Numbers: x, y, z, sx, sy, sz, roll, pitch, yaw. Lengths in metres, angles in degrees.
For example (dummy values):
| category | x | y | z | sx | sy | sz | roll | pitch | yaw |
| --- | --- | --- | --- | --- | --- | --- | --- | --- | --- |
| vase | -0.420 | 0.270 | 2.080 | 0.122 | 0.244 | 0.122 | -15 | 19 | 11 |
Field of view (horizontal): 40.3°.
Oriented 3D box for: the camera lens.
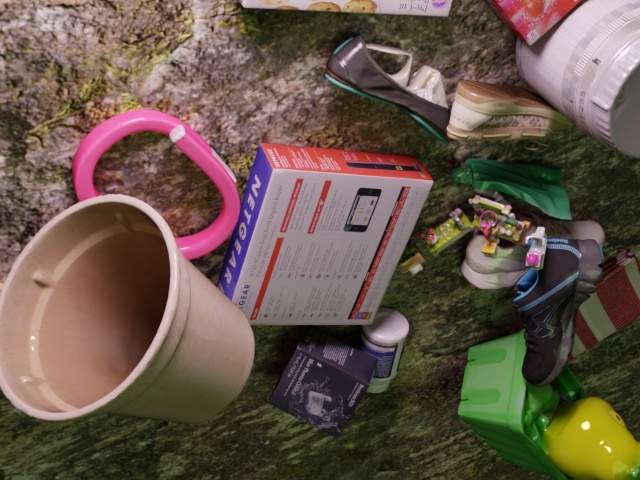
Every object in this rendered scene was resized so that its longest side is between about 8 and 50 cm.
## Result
| category | x | y | z | sx | sy | sz | roll | pitch | yaw |
| --- | --- | --- | --- | --- | --- | --- | --- | --- | --- |
| camera lens | 0.453 | -0.280 | 1.356 | 0.219 | 0.274 | 0.219 | -12 | 128 | -16 |

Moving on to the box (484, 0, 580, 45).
| category | x | y | z | sx | sy | sz | roll | pitch | yaw |
| --- | --- | --- | --- | --- | --- | --- | --- | --- | --- |
| box | 0.350 | -0.436 | 1.286 | 0.257 | 0.123 | 0.128 | -41 | 132 | 13 |

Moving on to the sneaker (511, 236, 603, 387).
| category | x | y | z | sx | sy | sz | roll | pitch | yaw |
| --- | --- | --- | --- | --- | --- | --- | --- | --- | --- |
| sneaker | 0.428 | 0.133 | 1.679 | 0.139 | 0.125 | 0.341 | 9 | 120 | 1 |

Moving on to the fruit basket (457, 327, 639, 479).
| category | x | y | z | sx | sy | sz | roll | pitch | yaw |
| --- | --- | --- | --- | --- | --- | --- | --- | --- | --- |
| fruit basket | 0.524 | 0.379 | 1.880 | 0.392 | 0.283 | 0.392 | 12 | 152 | 7 |

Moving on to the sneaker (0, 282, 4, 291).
| category | x | y | z | sx | sy | sz | roll | pitch | yaw |
| --- | --- | --- | --- | --- | --- | --- | --- | --- | --- |
| sneaker | -0.450 | 0.106 | 1.411 | 0.215 | 0.083 | 0.084 | -15 | 131 | -14 |

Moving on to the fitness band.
| category | x | y | z | sx | sy | sz | roll | pitch | yaw |
| --- | --- | --- | --- | --- | --- | --- | --- | --- | --- |
| fitness band | -0.252 | -0.077 | 1.366 | 0.209 | 0.054 | 0.291 | -36 | 132 | 8 |

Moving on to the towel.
| category | x | y | z | sx | sy | sz | roll | pitch | yaw |
| --- | --- | --- | --- | --- | --- | --- | --- | --- | --- |
| towel | 0.602 | 0.178 | 1.983 | 0.329 | 0.037 | 0.237 | -36 | 134 | 7 |

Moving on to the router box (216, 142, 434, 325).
| category | x | y | z | sx | sy | sz | roll | pitch | yaw |
| --- | --- | --- | --- | --- | --- | --- | --- | --- | --- |
| router box | 0.000 | 0.000 | 1.525 | 0.301 | 0.082 | 0.335 | 3 | 126 | -26 |

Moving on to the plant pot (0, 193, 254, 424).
| category | x | y | z | sx | sy | sz | roll | pitch | yaw |
| --- | --- | --- | --- | --- | --- | --- | --- | --- | --- |
| plant pot | -0.270 | 0.142 | 1.342 | 0.334 | 0.334 | 0.305 | -38 | 145 | 9 |

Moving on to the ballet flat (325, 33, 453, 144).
| category | x | y | z | sx | sy | sz | roll | pitch | yaw |
| --- | --- | --- | --- | --- | --- | --- | --- | --- | --- |
| ballet flat | 0.136 | -0.241 | 1.378 | 0.280 | 0.095 | 0.096 | 21 | 108 | -37 |

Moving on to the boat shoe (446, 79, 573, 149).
| category | x | y | z | sx | sy | sz | roll | pitch | yaw |
| --- | --- | --- | --- | --- | --- | --- | --- | --- | --- |
| boat shoe | 0.316 | -0.205 | 1.459 | 0.285 | 0.104 | 0.089 | 2 | 119 | -39 |

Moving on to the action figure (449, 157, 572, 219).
| category | x | y | z | sx | sy | sz | roll | pitch | yaw |
| --- | --- | --- | --- | --- | --- | --- | --- | --- | --- |
| action figure | 0.339 | -0.103 | 1.584 | 0.232 | 0.137 | 0.063 | 11 | 136 | -21 |

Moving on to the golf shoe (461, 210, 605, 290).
| category | x | y | z | sx | sy | sz | roll | pitch | yaw |
| --- | --- | --- | --- | --- | --- | --- | --- | --- | --- |
| golf shoe | 0.425 | 0.001 | 1.703 | 0.306 | 0.115 | 0.140 | -15 | 129 | -14 |

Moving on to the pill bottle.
| category | x | y | z | sx | sy | sz | roll | pitch | yaw |
| --- | --- | --- | --- | --- | --- | --- | --- | --- | --- |
| pill bottle | 0.119 | 0.226 | 1.763 | 0.094 | 0.094 | 0.169 | -7 | 130 | -19 |

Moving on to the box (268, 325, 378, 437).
| category | x | y | z | sx | sy | sz | roll | pitch | yaw |
| --- | --- | --- | --- | --- | --- | --- | --- | --- | --- |
| box | 0.005 | 0.275 | 1.707 | 0.158 | 0.093 | 0.156 | 26 | 119 | 0 |

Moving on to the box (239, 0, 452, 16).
| category | x | y | z | sx | sy | sz | roll | pitch | yaw |
| --- | --- | --- | --- | --- | --- | --- | --- | --- | --- |
| box | 0.039 | -0.367 | 1.244 | 0.324 | 0.063 | 0.067 | -3 | 130 | -22 |

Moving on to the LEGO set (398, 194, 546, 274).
| category | x | y | z | sx | sy | sz | roll | pitch | yaw |
| --- | --- | --- | --- | --- | --- | --- | --- | --- | --- |
| LEGO set | 0.263 | -0.015 | 1.581 | 0.287 | 0.132 | 0.107 | -2 | 161 | 23 |
